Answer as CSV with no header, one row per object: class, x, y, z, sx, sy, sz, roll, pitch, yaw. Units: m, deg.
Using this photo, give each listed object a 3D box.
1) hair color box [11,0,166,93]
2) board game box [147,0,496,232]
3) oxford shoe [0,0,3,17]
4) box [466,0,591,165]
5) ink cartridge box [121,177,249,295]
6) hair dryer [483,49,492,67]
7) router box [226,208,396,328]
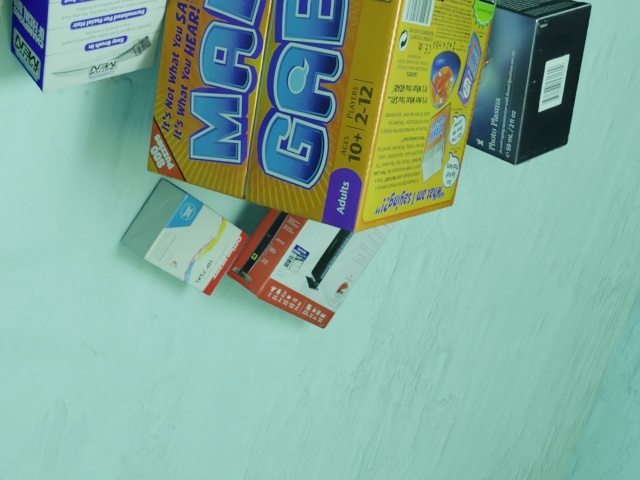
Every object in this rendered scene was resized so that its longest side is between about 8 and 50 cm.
hair color box,-0.295,-0.369,1.192,0.185,0.110,0.339,-23,150,-36
board game box,0.010,-0.245,1.356,0.356,0.356,0.356,-15,118,-60
oxford shoe,-0.435,-0.412,1.092,0.130,0.169,0.449,14,104,-9
box,0.344,-0.346,1.812,0.182,0.294,0.296,-22,127,-35
ink cartridge box,-0.221,0.005,1.605,0.134,0.078,0.231,-57,141,-3
hair dryer,0.162,-0.401,1.692,0.293,0.223,0.080,51,56,-26
router box,0.000,0.000,1.764,0.301,0.082,0.335,-56,153,0
